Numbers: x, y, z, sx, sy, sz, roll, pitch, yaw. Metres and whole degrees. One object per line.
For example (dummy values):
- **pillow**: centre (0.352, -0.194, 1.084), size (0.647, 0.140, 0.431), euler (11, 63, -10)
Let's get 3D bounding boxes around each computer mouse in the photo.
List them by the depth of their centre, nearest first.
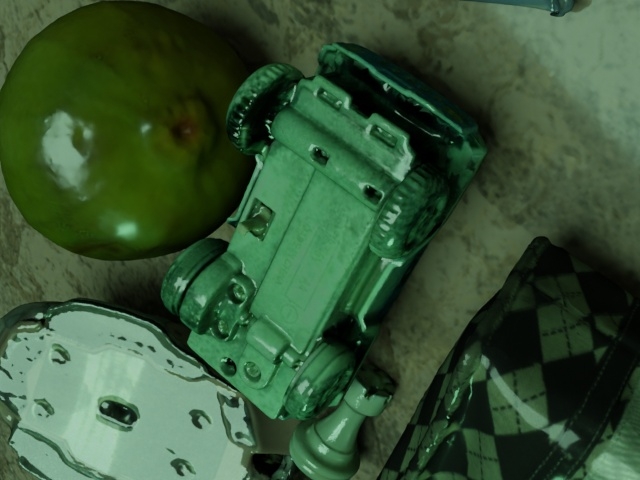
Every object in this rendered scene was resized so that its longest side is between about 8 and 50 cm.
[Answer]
- **computer mouse**: centre (-0.144, 0.166, 0.817), size (0.389, 0.115, 0.200), euler (23, 106, 4)

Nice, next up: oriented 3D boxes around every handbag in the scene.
- **handbag**: centre (0.232, 0.240, 0.554), size (0.416, 0.180, 0.317), euler (34, 132, 14)

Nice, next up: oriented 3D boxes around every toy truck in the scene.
- **toy truck**: centre (0.000, 0.000, 0.618), size (0.155, 0.156, 0.279), euler (37, 120, 18)

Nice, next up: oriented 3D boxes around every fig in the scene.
- **fig**: centre (-0.162, -0.078, 0.675), size (0.230, 0.207, 0.207), euler (-23, 93, 44)

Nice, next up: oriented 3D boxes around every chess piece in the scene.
- **chess piece**: centre (0.023, 0.158, 0.730), size (0.067, 0.067, 0.103), euler (39, 116, 17)

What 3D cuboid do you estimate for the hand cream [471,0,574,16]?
- **hand cream**: centre (0.050, -0.200, 0.578), size (0.256, 0.055, 0.088), euler (8, 104, 30)
